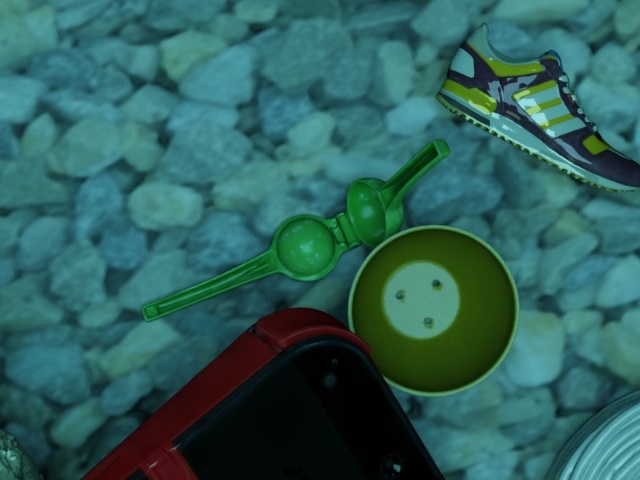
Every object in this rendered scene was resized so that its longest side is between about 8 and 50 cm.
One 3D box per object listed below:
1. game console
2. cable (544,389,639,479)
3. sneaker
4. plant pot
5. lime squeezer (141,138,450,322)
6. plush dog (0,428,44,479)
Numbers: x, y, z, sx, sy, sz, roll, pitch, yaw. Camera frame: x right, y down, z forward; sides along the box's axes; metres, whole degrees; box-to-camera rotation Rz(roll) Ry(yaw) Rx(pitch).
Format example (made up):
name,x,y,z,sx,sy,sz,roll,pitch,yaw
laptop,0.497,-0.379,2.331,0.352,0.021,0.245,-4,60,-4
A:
name,x,y,z,sx,sy,sz,roll,pitch,yaw
game console,-0.034,0.279,1.241,0.342,0.060,0.387,-40,118,-16
cable,0.305,0.243,1.344,0.257,0.089,0.257,30,91,-3
sneaker,0.190,-0.106,1.326,0.185,0.069,0.084,26,97,-5
plant pot,0.086,0.053,1.317,0.134,0.095,0.134,0,93,-3
lime squeezer,0.000,0.000,1.309,0.310,0.110,0.059,-28,94,30
plush dog,-0.297,0.174,1.266,0.262,0.210,0.225,-25,93,42
